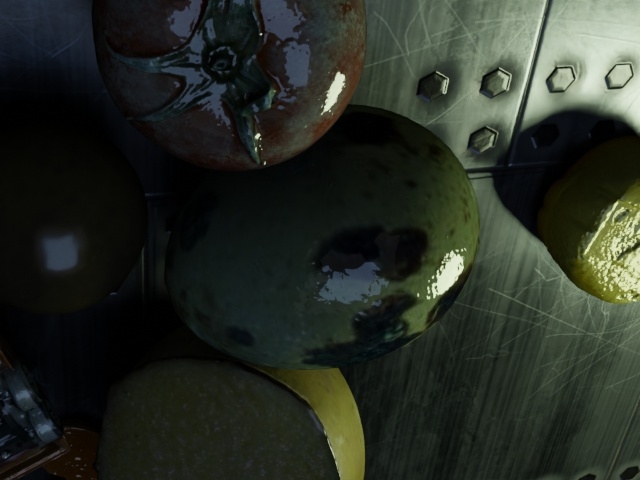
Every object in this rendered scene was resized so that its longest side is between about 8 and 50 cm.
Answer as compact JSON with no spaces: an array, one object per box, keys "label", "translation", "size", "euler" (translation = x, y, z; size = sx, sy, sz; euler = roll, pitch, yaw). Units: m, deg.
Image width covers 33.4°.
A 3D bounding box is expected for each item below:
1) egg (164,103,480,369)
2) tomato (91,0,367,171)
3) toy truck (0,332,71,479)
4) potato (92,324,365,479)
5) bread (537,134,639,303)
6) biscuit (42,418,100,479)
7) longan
[{"label":"egg","translation":[0.000,0.000,1.424],"size":[0.428,0.345,0.345],"euler":[-16,132,-4]},{"label":"tomato","translation":[-0.101,-0.237,1.224],"size":[0.316,0.282,0.317],"euler":[0,120,0]},{"label":"toy truck","translation":[-0.508,0.157,1.459],"size":[0.173,0.207,0.387],"euler":[-28,128,-8]},{"label":"potato","translation":[-0.111,0.318,1.658],"size":[0.385,0.319,0.442],"euler":[5,108,17]},{"label":"bread","translation":[0.488,-0.032,1.713],"size":[0.270,0.148,0.270],"euler":[-10,127,-14]},{"label":"biscuit","translation":[-0.360,0.407,1.814],"size":[0.205,0.049,0.324],"euler":[-33,125,10]},{"label":"longan","translation":[-0.345,-0.026,1.341],"size":[0.258,0.258,0.258],"euler":[-10,131,-12]}]
